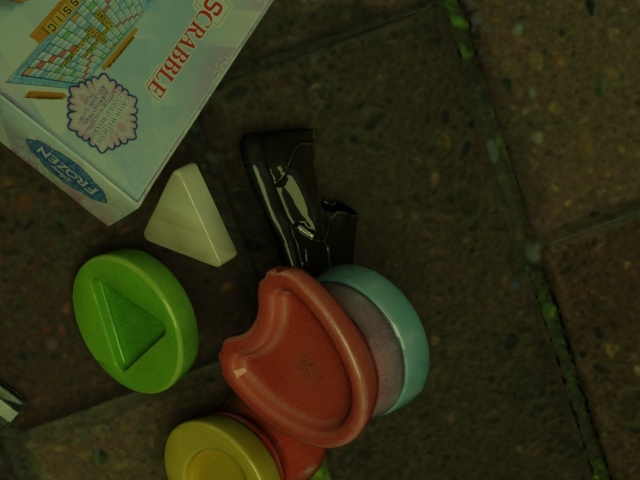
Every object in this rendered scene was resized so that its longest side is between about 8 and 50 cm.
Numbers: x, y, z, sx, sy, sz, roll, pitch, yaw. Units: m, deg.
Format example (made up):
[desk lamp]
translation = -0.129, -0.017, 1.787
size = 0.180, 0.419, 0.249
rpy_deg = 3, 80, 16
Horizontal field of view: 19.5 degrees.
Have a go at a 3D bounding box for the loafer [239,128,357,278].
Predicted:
[loafer]
translation = 0.000, 0.000, 1.631
size = 0.078, 0.080, 0.220
rpy_deg = -21, 107, 0

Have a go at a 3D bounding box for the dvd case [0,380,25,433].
[dvd case]
translation = -0.396, 0.175, 1.662
size = 0.164, 0.018, 0.221
rpy_deg = 40, 98, -14

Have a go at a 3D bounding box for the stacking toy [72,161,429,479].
[stacking toy]
translation = -0.054, 0.079, 1.595
size = 0.279, 0.130, 0.309
rpy_deg = 53, 136, 8

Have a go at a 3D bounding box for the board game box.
[board game box]
translation = -0.199, -0.230, 1.462
size = 0.318, 0.066, 0.318
rpy_deg = 40, 60, -15
